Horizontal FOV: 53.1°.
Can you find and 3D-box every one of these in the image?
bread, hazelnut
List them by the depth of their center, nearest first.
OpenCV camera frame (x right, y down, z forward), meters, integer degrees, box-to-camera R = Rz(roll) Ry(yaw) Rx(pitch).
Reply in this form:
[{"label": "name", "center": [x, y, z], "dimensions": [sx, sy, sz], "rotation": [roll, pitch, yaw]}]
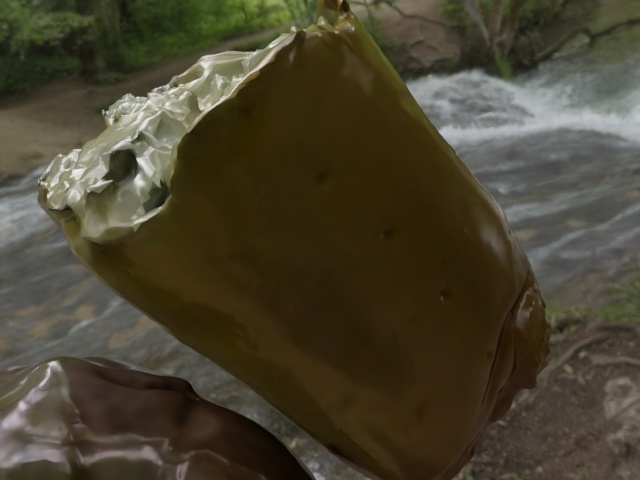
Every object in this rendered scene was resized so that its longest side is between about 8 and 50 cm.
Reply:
[{"label": "hazelnut", "center": [-0.146, 0.255, 0.446], "dimensions": [0.372, 0.373, 0.315], "rotation": [-14, 12, 19]}, {"label": "bread", "center": [0.000, 0.000, 0.543], "dimensions": [0.250, 0.394, 0.361], "rotation": [-50, 23, -8]}]
